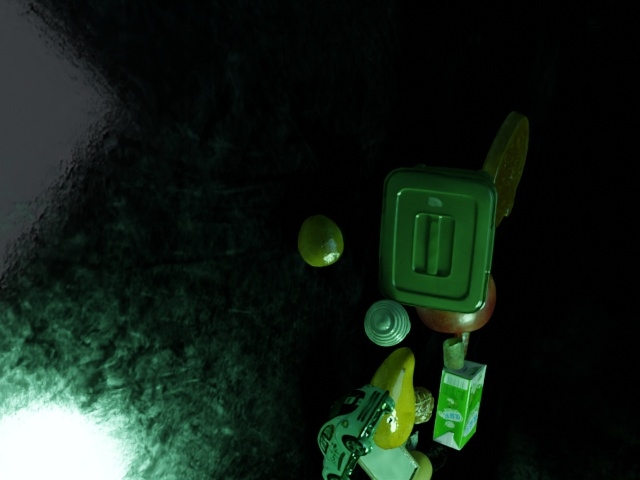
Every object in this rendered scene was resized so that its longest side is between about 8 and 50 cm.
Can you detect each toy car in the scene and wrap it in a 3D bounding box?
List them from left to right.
[{"bbox_3d":[0.059,0.419,1.509,0.136,0.125,0.306,-48,163,-40],"label":"toy car"}]

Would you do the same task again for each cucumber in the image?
[{"bbox_3d":[0.329,0.685,2.169,0.303,0.072,0.081,18,88,-65],"label":"cucumber"}]

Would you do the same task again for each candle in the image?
[{"bbox_3d":[0.464,0.330,2.310,0.052,0.052,0.131,-9,110,-61],"label":"candle"}]

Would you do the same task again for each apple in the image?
[{"bbox_3d":[0.353,0.140,1.847,0.218,0.218,0.201,-10,103,-61],"label":"apple"}]

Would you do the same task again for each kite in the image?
[{"bbox_3d":[0.245,0.679,2.088,0.268,0.013,0.323,-54,144,-38],"label":"kite"}]

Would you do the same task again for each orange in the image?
[{"bbox_3d":[0.000,0.000,1.262,0.085,0.085,0.095,-16,105,-60],"label":"orange"}]

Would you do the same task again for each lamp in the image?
[{"bbox_3d":[0.166,0.195,1.647,0.193,0.106,0.106,23,81,-70],"label":"lamp"}]

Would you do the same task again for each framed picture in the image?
[{"bbox_3d":[0.171,0.564,1.785,0.201,0.010,0.136,52,47,-15],"label":"framed picture"}]

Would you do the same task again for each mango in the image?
[{"bbox_3d":[0.173,0.390,1.731,0.157,0.109,0.262,-7,103,-51],"label":"mango"}]

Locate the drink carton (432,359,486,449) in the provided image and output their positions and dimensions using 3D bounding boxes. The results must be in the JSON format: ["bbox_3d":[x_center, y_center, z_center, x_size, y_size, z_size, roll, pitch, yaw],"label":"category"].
[{"bbox_3d":[0.464,0.535,2.336,0.161,0.108,0.271,-17,117,-56],"label":"drink carton"}]

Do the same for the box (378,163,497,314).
[{"bbox_3d":[0.278,-0.019,1.613,0.178,0.252,0.329,-45,141,-60],"label":"box"}]

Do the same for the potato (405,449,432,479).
[{"bbox_3d":[0.225,0.660,1.905,0.146,0.150,0.234,55,33,-2],"label":"potato"}]

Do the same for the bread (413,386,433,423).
[{"bbox_3d":[0.277,0.471,1.995,0.233,0.076,0.105,25,77,-61],"label":"bread"}]

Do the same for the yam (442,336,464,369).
[{"bbox_3d":[0.424,0.355,2.231,0.070,0.069,0.146,-52,143,-39],"label":"yam"}]

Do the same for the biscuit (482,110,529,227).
[{"bbox_3d":[0.594,-0.221,2.301,0.394,0.070,0.350,-55,147,-35],"label":"biscuit"}]
